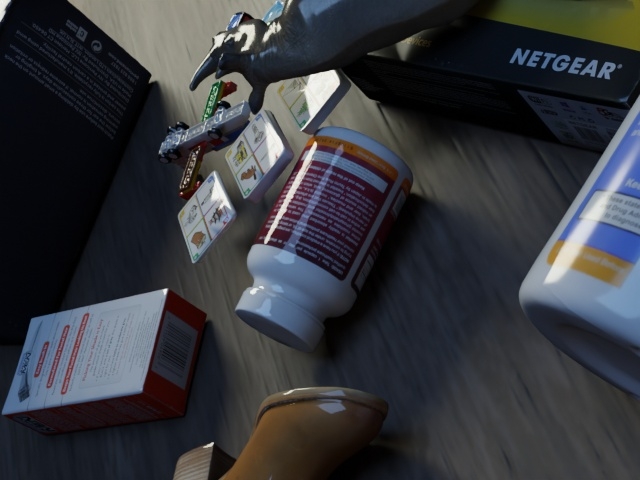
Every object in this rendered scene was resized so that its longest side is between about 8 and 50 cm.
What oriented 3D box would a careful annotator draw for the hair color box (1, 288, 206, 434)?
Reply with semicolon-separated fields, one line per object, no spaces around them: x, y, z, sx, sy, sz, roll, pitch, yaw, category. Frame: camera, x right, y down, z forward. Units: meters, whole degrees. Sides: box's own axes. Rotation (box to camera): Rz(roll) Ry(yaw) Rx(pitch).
-0.178;0.102;0.991;0.167;0.053;0.093;-12;54;35;hair color box

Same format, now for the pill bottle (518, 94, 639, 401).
0.237;-0.041;0.645;0.152;0.152;0.272;25;78;49;pill bottle

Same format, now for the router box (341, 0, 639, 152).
0.174;-0.199;0.879;0.309;0.081;0.243;20;74;48;router box

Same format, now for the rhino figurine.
0.009;-0.165;0.864;0.243;0.073;0.106;-25;45;13;rhino figurine

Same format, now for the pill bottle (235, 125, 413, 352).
0.000;0.000;0.880;0.086;0.086;0.152;11;67;46;pill bottle

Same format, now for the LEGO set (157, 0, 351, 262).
-0.058;-0.099;0.994;0.182;0.060;0.244;-50;32;14;LEGO set

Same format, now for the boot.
-0.029;0.189;0.776;0.197;0.073;0.152;-35;39;35;boot

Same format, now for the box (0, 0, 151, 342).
-0.390;-0.068;1.220;0.343;0.179;0.312;-5;56;41;box
